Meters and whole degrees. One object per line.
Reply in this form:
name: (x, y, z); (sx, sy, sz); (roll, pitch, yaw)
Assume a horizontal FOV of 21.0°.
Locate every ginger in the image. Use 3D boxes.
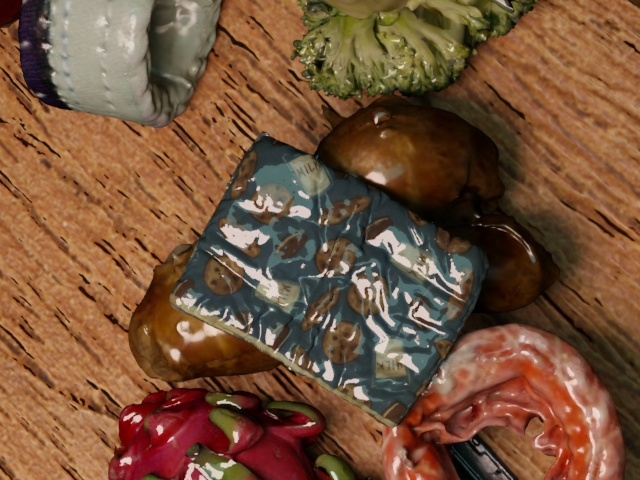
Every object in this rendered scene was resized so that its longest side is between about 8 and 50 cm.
ginger: (0.000, 0.000, 1.685); (0.418, 0.176, 0.254); (-20, 77, 7)

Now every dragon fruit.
dragon fruit: (-0.069, 0.233, 1.678); (0.273, 0.198, 0.218); (5, 133, -8)

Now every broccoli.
broccoli: (0.025, -0.244, 1.607); (0.252, 0.361, 0.221); (4, 94, 45)

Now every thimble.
thimble: (-0.195, -0.222, 1.717); (0.150, 0.237, 0.237); (15, 90, 15)
thimble: (0.175, 0.198, 1.633); (0.239, 0.162, 0.239); (-1, 84, 7)

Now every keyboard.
keyboard: (0.189, 0.276, 1.710); (0.063, 0.010, 0.198); (-43, 80, 4)

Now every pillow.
pillow: (0.010, 0.035, 1.580); (0.255, 0.034, 0.189); (29, 85, 8)

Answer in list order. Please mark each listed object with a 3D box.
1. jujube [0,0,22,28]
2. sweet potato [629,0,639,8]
jujube: (-0.422, -0.320, 1.763); (0.377, 0.258, 0.258); (-14, 84, 19)
sweet potato: (0.290, -0.317, 1.632); (0.370, 0.158, 0.158); (32, 94, -1)
